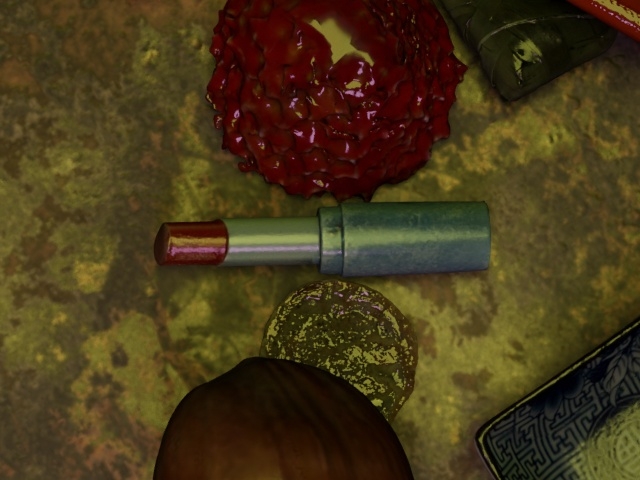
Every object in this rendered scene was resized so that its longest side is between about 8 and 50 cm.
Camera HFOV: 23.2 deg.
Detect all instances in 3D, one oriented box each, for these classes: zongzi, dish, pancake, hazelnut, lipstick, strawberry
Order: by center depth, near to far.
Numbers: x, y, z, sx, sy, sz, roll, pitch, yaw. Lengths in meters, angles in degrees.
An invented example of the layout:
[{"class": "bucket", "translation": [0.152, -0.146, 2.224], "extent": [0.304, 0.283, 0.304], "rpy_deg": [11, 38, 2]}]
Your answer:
[{"class": "hazelnut", "translation": [-0.034, 0.201, 1.201], "extent": [0.210, 0.210, 0.186], "rpy_deg": [13, 119, 0]}, {"class": "strawberry", "translation": [0.024, -0.152, 1.252], "extent": [0.234, 0.178, 0.234], "rpy_deg": [1, 85, -8]}, {"class": "dish", "translation": [0.263, 0.165, 1.258], "extent": [0.243, 0.080, 0.182], "rpy_deg": [-34, 84, -5]}, {"class": "lipstick", "translation": [0.000, 0.000, 1.278], "extent": [0.274, 0.068, 0.061], "rpy_deg": [-1, 82, -4]}, {"class": "pancake", "translation": [0.015, 0.100, 1.286], "extent": [0.139, 0.022, 0.139], "rpy_deg": [0, 86, -4]}, {"class": "zongzi", "translation": [0.190, -0.204, 1.328], "extent": [0.154, 0.062, 0.130], "rpy_deg": [-29, 72, -12]}]

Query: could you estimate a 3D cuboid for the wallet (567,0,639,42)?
[{"class": "wallet", "translation": [0.223, -0.235, 1.305], "extent": [0.204, 0.045, 0.142], "rpy_deg": [30, 40, 2]}]
